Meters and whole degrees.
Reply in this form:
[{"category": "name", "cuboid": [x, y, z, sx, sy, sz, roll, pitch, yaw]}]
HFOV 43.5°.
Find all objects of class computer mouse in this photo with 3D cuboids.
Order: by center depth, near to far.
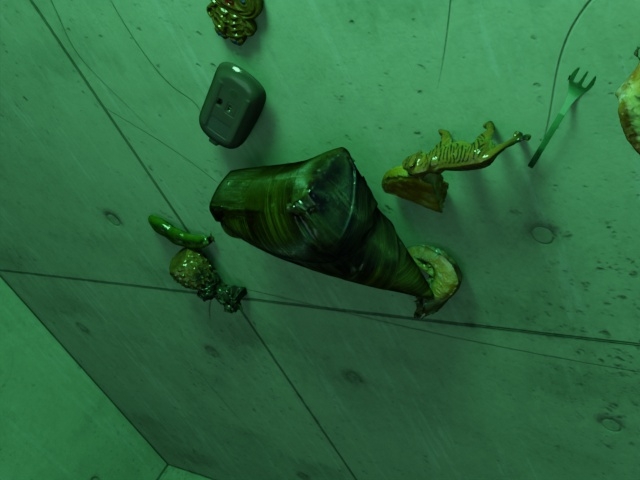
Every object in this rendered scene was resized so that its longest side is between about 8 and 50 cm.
[{"category": "computer mouse", "cuboid": [-0.184, -0.280, 1.668, 0.120, 0.057, 0.232, 35, 144, 0]}]

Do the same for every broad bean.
[{"category": "broad bean", "cuboid": [-0.378, -0.019, 2.179, 0.226, 0.039, 0.069, 13, 115, 25]}]

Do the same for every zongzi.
[{"category": "zongzi", "cuboid": [0.000, 0.000, 1.754, 0.403, 0.208, 0.432, 0, 144, 47]}]

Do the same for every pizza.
[{"category": "pizza", "cuboid": [0.190, -0.106, 1.552, 0.134, 0.046, 0.175, 35, 164, -31]}]

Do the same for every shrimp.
[{"category": "shrimp", "cuboid": [0.231, 0.093, 1.782, 0.143, 0.052, 0.251, 38, 140, 15]}]

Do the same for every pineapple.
[{"category": "pineapple", "cuboid": [-0.307, 0.119, 2.236, 0.237, 0.111, 0.119, 41, 177, -23]}]

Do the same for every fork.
[{"category": "fork", "cuboid": [0.385, -0.198, 1.306, 0.039, 0.021, 0.235, 33, 148, 11]}]

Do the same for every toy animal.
[{"category": "toy animal", "cuboid": [0.253, -0.153, 1.403, 0.241, 0.099, 0.057, -2, 132, 43]}]

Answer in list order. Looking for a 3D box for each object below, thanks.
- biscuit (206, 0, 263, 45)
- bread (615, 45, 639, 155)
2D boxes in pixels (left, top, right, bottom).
[{"category": "biscuit", "cuboid": [-0.163, -0.435, 1.485, 0.124, 0.026, 0.175, 28, 146, 12]}, {"category": "bread", "cuboid": [0.531, -0.179, 1.109, 0.244, 0.123, 0.190, 30, 148, 11]}]
